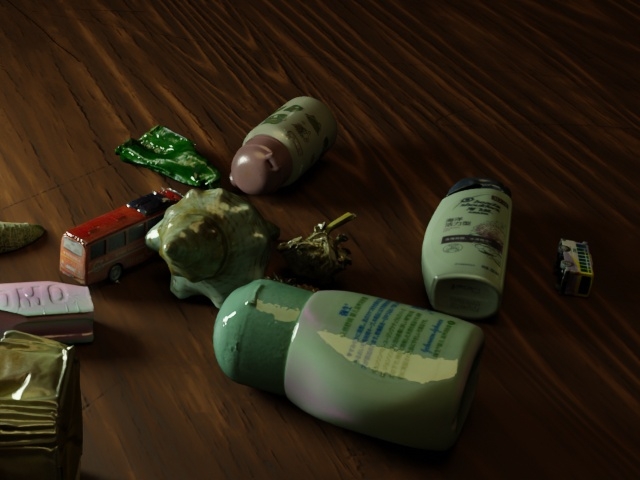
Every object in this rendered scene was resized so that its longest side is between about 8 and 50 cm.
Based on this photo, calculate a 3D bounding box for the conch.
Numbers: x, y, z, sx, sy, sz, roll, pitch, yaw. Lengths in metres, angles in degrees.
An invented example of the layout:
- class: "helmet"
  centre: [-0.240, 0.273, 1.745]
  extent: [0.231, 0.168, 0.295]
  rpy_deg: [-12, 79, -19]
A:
- class: "conch"
  centre: [-0.159, 0.014, 1.975]
  extent: [0.203, 0.170, 0.386]
  rpy_deg: [22, -5, 13]

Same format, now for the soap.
- class: "soap"
  centre: [-0.393, 0.100, 1.854]
  extent: [0.149, 0.056, 0.100]
  rpy_deg: [-2, 27, -16]

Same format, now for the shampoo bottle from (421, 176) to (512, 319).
- class: "shampoo bottle"
  centre: [0.234, 0.001, 2.142]
  extent: [0.134, 0.078, 0.359]
  rpy_deg: [7, 29, 8]

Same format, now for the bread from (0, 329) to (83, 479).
- class: "bread"
  centre: [-0.330, 0.221, 1.503]
  extent: [0.109, 0.192, 0.210]
  rpy_deg: [1, 30, -5]

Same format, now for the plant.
- class: "plant"
  centre: [0.000, 0.000, 2.046]
  extent: [0.116, 0.104, 0.122]
  rpy_deg: [19, 71, 35]

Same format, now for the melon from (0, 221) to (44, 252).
- class: "melon"
  centre: [-0.513, -0.009, 2.050]
  extent: [0.182, 0.054, 0.098]
  rpy_deg: [-1, 14, -15]

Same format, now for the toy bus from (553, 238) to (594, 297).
- class: "toy bus"
  centre: [0.403, 0.043, 2.129]
  extent: [0.058, 0.052, 0.102]
  rpy_deg: [9, 30, 0]

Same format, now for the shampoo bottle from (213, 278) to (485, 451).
- class: "shampoo bottle"
  centre: [0.028, 0.150, 1.752]
  extent: [0.349, 0.151, 0.222]
  rpy_deg: [15, 35, 13]

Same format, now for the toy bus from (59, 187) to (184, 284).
- class: "toy bus"
  centre: [-0.290, -0.005, 2.026]
  extent: [0.073, 0.096, 0.235]
  rpy_deg: [27, 36, 28]

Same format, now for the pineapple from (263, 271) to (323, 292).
- class: "pineapple"
  centre: [-0.043, 0.084, 1.975]
  extent: [0.058, 0.058, 0.124]
  rpy_deg: [-17, 22, -36]

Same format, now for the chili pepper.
- class: "chili pepper"
  centre: [-0.262, -0.136, 2.309]
  extent: [0.216, 0.062, 0.108]
  rpy_deg: [25, 40, 29]

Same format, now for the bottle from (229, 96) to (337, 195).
- class: "bottle"
  centre: [-0.070, -0.157, 2.325]
  extent: [0.120, 0.120, 0.253]
  rpy_deg: [17, 31, 19]
